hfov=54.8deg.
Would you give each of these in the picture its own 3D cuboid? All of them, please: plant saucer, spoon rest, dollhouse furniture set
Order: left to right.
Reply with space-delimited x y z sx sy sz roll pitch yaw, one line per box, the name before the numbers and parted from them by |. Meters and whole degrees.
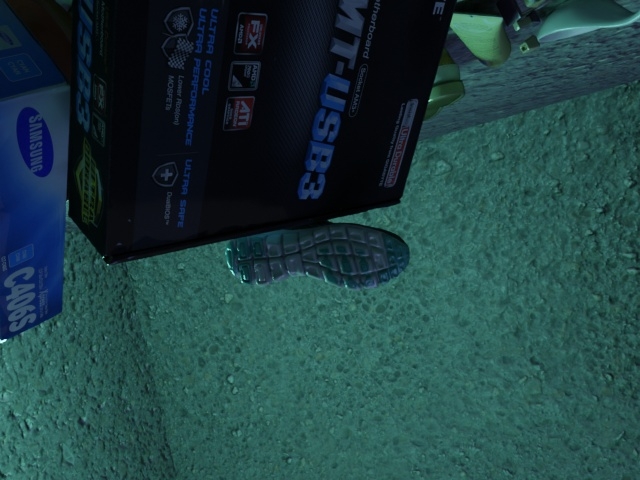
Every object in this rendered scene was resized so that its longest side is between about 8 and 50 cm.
plant saucer | -0.254 -0.135 0.572 0.200 0.200 0.037 -12 -164 41
dollhouse furniture set | 0.331 -0.339 0.881 0.081 0.091 0.114 -29 -178 -15
spoon rest | 0.448 -0.359 0.964 0.137 0.084 0.276 -13 180 -12

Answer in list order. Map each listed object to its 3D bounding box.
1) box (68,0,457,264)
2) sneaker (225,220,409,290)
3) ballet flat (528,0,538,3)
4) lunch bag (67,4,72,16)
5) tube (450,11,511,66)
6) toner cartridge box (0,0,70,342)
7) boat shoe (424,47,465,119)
box | -0.023 -0.147 0.447 0.293 0.295 0.073 -12 -143 -39
sneaker | 0.000 0.000 0.562 0.166 0.065 0.076 3 -151 16
ballet flat | 0.207 -0.310 0.632 0.079 0.077 0.221 6 -179 14
lunch bag | -0.074 -0.144 0.662 0.212 0.256 0.305 -12 -178 35
tube | 0.262 -0.330 0.986 0.070 0.062 0.240 -31 171 23
toner cartridge box | -0.304 -0.059 0.556 0.075 0.165 0.348 -31 163 -37
boat shoe | 0.179 -0.289 1.196 0.113 0.103 0.302 -13 180 -20
